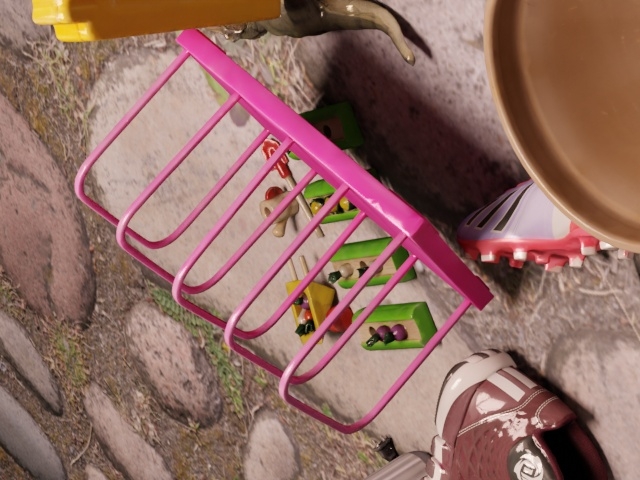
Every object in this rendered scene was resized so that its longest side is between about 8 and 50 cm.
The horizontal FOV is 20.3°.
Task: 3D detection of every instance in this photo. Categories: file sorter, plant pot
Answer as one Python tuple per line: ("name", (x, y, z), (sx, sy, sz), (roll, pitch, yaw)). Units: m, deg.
("file sorter", (-0.038, 0.000, 1.522), (0.291, 0.182, 0.202), (41, 180, 28))
("plant pot", (0.230, -0.119, 1.226), (0.237, 0.110, 0.237), (38, 142, 38))

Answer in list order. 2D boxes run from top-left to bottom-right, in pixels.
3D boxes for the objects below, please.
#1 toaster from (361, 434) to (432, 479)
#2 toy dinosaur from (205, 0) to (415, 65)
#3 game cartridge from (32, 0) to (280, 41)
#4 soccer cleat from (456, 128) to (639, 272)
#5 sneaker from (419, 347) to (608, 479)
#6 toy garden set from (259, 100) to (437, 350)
("toaster", (0.073, 0.313, 1.763), (0.227, 0.146, 0.129), (59, 149, 10))
("toy dinosaur", (-0.015, -0.225, 1.589), (0.268, 0.064, 0.118), (14, 127, 48))
("game cartridge", (-0.131, -0.326, 1.412), (0.053, 0.285, 0.323), (1, 101, 33))
("soccer cleat", (0.190, -0.028, 1.409), (0.248, 0.083, 0.095), (171, 107, -65))
("sneaker", (0.168, 0.248, 1.586), (0.162, 0.106, 0.281), (30, 127, 38))
("toy garden set", (0.000, 0.000, 1.737), (0.204, 0.049, 0.244), (-9, 104, 59))
